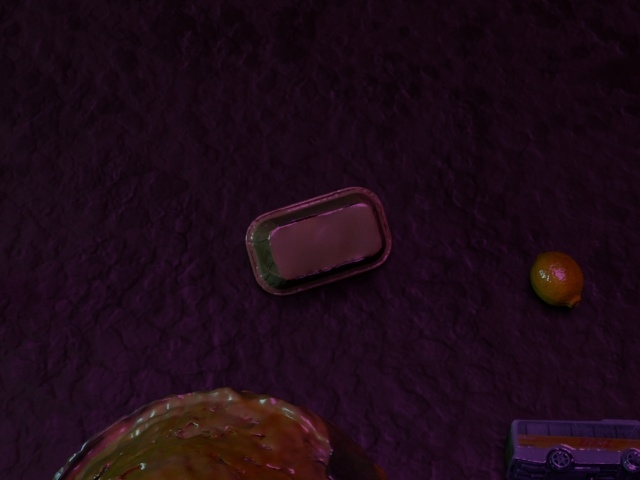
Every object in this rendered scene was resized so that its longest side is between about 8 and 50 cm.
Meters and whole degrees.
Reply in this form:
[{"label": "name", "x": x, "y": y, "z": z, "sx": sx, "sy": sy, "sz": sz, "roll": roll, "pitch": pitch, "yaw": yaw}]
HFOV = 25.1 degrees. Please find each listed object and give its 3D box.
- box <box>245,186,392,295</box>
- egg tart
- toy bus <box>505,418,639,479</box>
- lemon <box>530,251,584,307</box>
[{"label": "box", "x": 0.000, "y": 0.000, "z": 1.757, "sx": 0.177, "sy": 0.111, "sz": 0.111, "roll": -16, "pitch": 66, "yaw": -7}, {"label": "egg tart", "x": -0.129, "y": 0.352, "z": 1.470, "sx": 0.443, "sy": 0.178, "sz": 0.443, "roll": -5, "pitch": 72, "yaw": 15}, {"label": "toy bus", "x": 0.310, "y": 0.249, "z": 1.672, "sx": 0.190, "sy": 0.064, "sz": 0.075, "roll": 0, "pitch": 51, "yaw": -4}, {"label": "lemon", "x": 0.292, "y": 0.049, "z": 1.768, "sx": 0.062, "sy": 0.062, "sz": 0.083, "roll": -29, "pitch": 67, "yaw": -17}]
